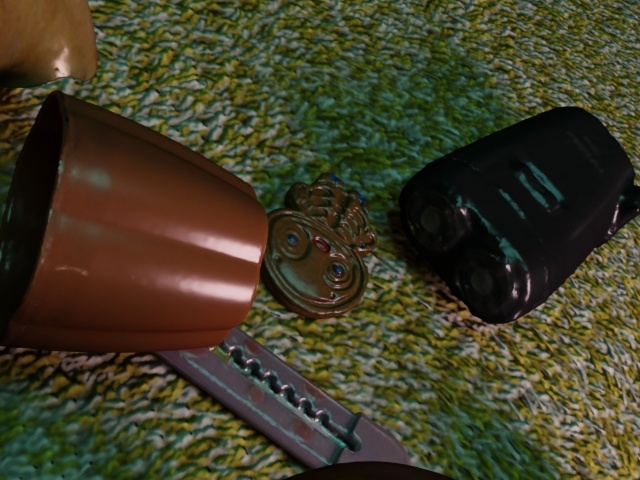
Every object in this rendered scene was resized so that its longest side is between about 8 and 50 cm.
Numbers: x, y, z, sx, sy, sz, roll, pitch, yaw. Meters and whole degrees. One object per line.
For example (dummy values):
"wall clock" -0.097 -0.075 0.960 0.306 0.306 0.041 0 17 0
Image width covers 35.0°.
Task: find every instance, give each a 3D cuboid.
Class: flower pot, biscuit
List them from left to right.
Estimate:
"flower pot" -0.141 0.002 0.762 0.173 0.190 0.191 15 52 -24
"biscuit" 0.000 0.000 0.999 0.124 0.026 0.175 33 47 -11

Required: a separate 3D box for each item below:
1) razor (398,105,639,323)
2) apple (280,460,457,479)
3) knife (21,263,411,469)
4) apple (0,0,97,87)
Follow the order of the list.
"razor" 0.229 -0.039 1.124 0.327 0.107 0.189 -28 77 -44
"apple" 0.009 0.311 0.642 0.344 0.269 0.345 19 62 -42
"knife" -0.071 0.105 0.870 0.398 0.038 0.132 39 50 -6
"apple" -0.317 -0.189 0.748 0.251 0.163 0.293 14 27 26
